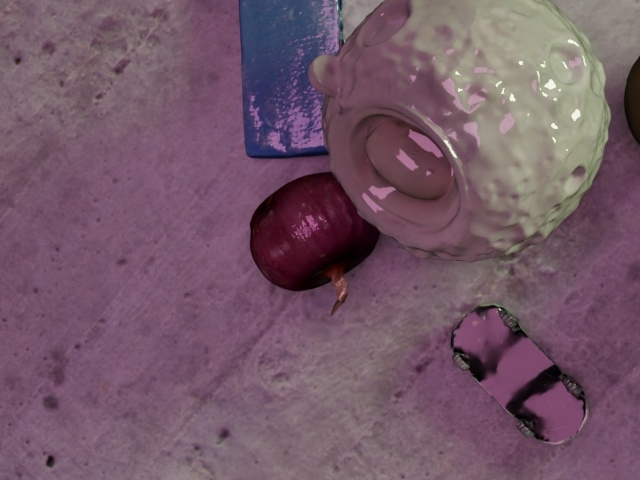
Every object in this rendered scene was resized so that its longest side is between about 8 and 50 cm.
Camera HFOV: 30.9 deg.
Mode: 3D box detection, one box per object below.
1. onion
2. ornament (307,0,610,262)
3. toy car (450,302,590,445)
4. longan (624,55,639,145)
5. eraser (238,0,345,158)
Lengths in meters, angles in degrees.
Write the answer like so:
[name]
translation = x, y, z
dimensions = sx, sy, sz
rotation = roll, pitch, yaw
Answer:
[onion]
translation = -0.005, -0.009, 1.479
dimensions = 0.177, 0.177, 0.153
rotation = -51, 50, 9
[ornament]
translation = 0.174, -0.149, 1.360
dimensions = 0.337, 0.337, 0.337
rotation = 0, 89, 14
[toy car]
translation = 0.253, 0.171, 1.472
dimensions = 0.095, 0.056, 0.205
rotation = -45, 83, 9
[longan]
translation = 0.461, -0.160, 1.374
dimensions = 0.185, 0.159, 0.204
rotation = -37, 98, 9
[eraser]
translation = -0.038, -0.268, 1.557
dimensions = 0.144, 0.042, 0.312
rotation = -3, 89, 14
